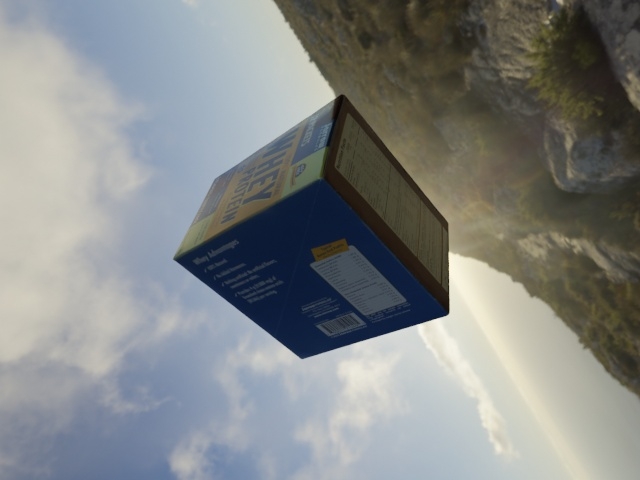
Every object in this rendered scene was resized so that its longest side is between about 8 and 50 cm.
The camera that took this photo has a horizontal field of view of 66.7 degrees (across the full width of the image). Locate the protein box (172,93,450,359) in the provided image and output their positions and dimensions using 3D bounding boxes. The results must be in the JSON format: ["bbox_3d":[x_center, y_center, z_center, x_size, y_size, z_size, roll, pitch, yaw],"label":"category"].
[{"bbox_3d":[0.000,0.000,0.522,0.201,0.200,0.136,45,-142,-28],"label":"protein box"}]
